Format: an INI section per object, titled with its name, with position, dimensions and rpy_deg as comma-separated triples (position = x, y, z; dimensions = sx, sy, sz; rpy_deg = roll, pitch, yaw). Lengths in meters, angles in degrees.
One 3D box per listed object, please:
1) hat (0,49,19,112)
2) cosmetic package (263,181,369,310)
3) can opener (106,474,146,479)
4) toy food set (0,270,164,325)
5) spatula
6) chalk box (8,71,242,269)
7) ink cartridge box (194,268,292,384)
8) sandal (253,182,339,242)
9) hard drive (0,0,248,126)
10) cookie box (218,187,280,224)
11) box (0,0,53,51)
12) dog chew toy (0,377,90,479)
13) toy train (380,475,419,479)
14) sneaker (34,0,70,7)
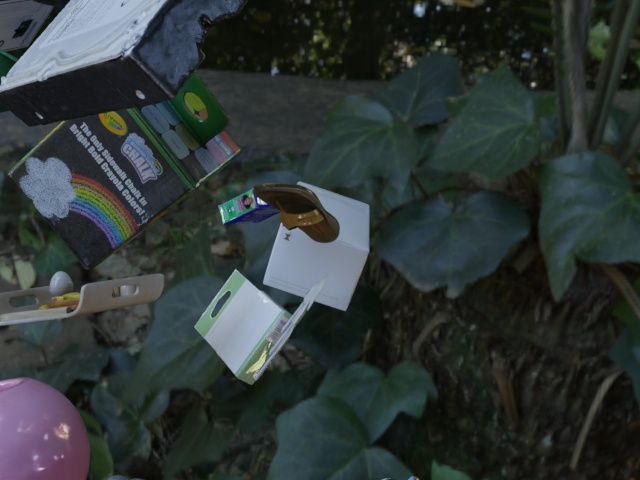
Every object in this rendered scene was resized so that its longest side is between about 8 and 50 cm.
[hat]
position = -0.564, -0.215, 1.360
dimensions = 0.208, 0.173, 0.184
rpy_deg = 28, 77, -17
[cosmetic package]
position = 0.000, 0.000, 1.862
dimensions = 0.196, 0.155, 0.365
rpy_deg = 19, 19, -1
[can opener]
position = -0.280, 0.472, 1.123
dimensions = 0.095, 0.076, 0.284
rpy_deg = 1, 71, 39
[toy food set]
position = -0.499, 0.103, 1.647
dimensions = 0.306, 0.092, 0.219
rpy_deg = -9, -1, 30
[spatula]
position = -0.058, 0.171, 1.567
dimensions = 0.019, 0.242, 0.168
rpy_deg = 30, 54, -2
[chalk box]
position = -0.244, -0.126, 1.142
dimensions = 0.289, 0.180, 0.179
rpy_deg = -33, 10, 25
[ink cartridge box]
position = -0.167, 0.185, 1.806
dimensions = 0.171, 0.056, 0.235
rpy_deg = -54, 36, 0
[sandal]
position = -0.029, -0.033, 1.196
dimensions = 0.072, 0.180, 0.049
rpy_deg = -11, 58, 29
[hard drive]
position = -0.187, -0.230, 0.833
dimensions = 0.339, 0.064, 0.237
rpy_deg = 4, 55, 52
[cookie box]
position = -0.120, -0.064, 1.525
dimensions = 0.091, 0.040, 0.107
rpy_deg = -5, -13, -46
[box]
position = -0.672, -0.450, 1.638
dimensions = 0.087, 0.169, 0.290
rpy_deg = 48, 29, 0
[dog chew toy]
position = -0.353, 0.333, 0.945
dimensions = 0.206, 0.332, 0.206
rpy_deg = -12, 3, 1
[toy train]
position = 0.116, 0.367, 0.962
dimensions = 0.105, 0.080, 0.184
rpy_deg = 27, 30, -37
[sneaker]
position = -0.399, -0.389, 1.105
dimensions = 0.127, 0.321, 0.126
rpy_deg = -30, 81, 0
